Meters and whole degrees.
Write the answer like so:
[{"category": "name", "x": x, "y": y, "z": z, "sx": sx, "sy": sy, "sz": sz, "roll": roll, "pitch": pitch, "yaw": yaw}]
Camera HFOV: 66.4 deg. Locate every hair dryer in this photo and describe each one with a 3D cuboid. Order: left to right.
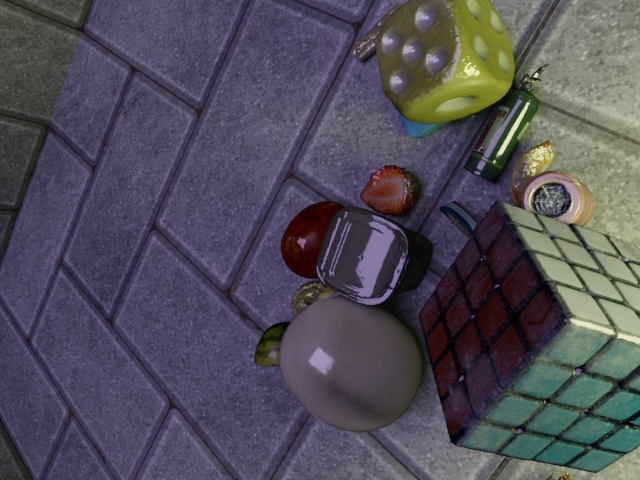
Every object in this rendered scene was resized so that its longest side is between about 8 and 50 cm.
[{"category": "hair dryer", "x": 0.457, "y": 0.005, "z": 1.110, "sx": 0.125, "sy": 0.210, "sz": 0.352, "roll": 47, "pitch": 114, "yaw": 25}]

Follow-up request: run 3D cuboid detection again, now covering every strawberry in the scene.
[{"category": "strawberry", "x": 0.197, "y": -0.132, "z": 1.369, "sx": 0.187, "sy": 0.082, "sz": 0.146, "roll": -8, "pitch": 78, "yaw": 39}]

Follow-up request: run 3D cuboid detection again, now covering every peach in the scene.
[{"category": "peach", "x": 0.000, "y": 0.000, "z": 1.401, "sx": 0.200, "sy": 0.243, "sz": 0.243, "roll": 34, "pitch": 106, "yaw": 24}]

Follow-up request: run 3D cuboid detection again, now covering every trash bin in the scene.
[{"category": "trash bin", "x": 0.158, "y": 0.042, "z": 1.280, "sx": 0.219, "sy": 0.250, "sz": 0.219, "roll": 28, "pitch": 103, "yaw": 31}]

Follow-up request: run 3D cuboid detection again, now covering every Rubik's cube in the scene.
[{"category": "Rubik's cube", "x": 0.431, "y": 0.180, "z": 0.921, "sx": 0.343, "sy": 0.338, "sz": 0.344, "roll": -90, "pitch": 20, "yaw": -52}]

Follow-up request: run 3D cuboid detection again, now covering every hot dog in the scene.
[{"category": "hot dog", "x": 0.498, "y": -0.164, "z": 1.177, "sx": 0.078, "sy": 0.061, "sz": 0.168, "roll": 20, "pitch": 103, "yaw": -10}]

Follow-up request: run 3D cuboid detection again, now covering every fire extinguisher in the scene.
[{"category": "fire extinguisher", "x": 0.458, "y": -0.289, "z": 1.196, "sx": 0.093, "sy": 0.118, "sz": 0.294, "roll": 25, "pitch": 104, "yaw": -4}]

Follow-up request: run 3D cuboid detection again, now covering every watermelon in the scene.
[{"category": "watermelon", "x": -0.100, "y": 0.313, "z": 1.494, "sx": 0.304, "sy": 0.159, "sz": 0.128, "roll": -7, "pitch": 80, "yaw": 34}]

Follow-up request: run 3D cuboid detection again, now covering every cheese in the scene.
[{"category": "cheese", "x": 0.174, "y": -0.604, "z": 1.431, "sx": 0.194, "sy": 0.043, "sz": 0.064, "roll": -35, "pitch": 68, "yaw": 27}]

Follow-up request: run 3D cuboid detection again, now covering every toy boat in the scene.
[{"category": "toy boat", "x": 0.358, "y": -0.046, "z": 1.220, "sx": 0.046, "sy": 0.080, "sz": 0.228, "roll": -37, "pitch": 27, "yaw": 10}]

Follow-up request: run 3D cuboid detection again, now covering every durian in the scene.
[{"category": "durian", "x": 0.010, "y": 0.174, "z": 1.457, "sx": 0.208, "sy": 0.102, "sz": 0.146, "roll": -24, "pitch": 103, "yaw": 26}]

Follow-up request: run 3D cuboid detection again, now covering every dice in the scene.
[{"category": "dice", "x": 0.286, "y": -0.417, "z": 1.124, "sx": 0.227, "sy": 0.238, "sz": 0.232, "roll": -17, "pitch": 81, "yaw": 45}]

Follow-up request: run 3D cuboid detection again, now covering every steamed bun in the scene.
[{"category": "steamed bun", "x": 0.079, "y": 0.312, "z": 1.261, "sx": 0.334, "sy": 0.374, "sz": 0.333, "roll": -48, "pitch": 19, "yaw": 22}]

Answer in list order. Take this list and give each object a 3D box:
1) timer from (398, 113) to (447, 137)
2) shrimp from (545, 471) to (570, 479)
[{"category": "timer", "x": 0.310, "y": -0.428, "z": 1.329, "sx": 0.250, "sy": 0.091, "sz": 0.231, "roll": -32, "pitch": 71, "yaw": 40}, {"category": "shrimp", "x": 0.525, "y": 0.665, "z": 1.113, "sx": 0.152, "sy": 0.063, "sz": 0.287, "roll": 30, "pitch": 107, "yaw": 29}]
